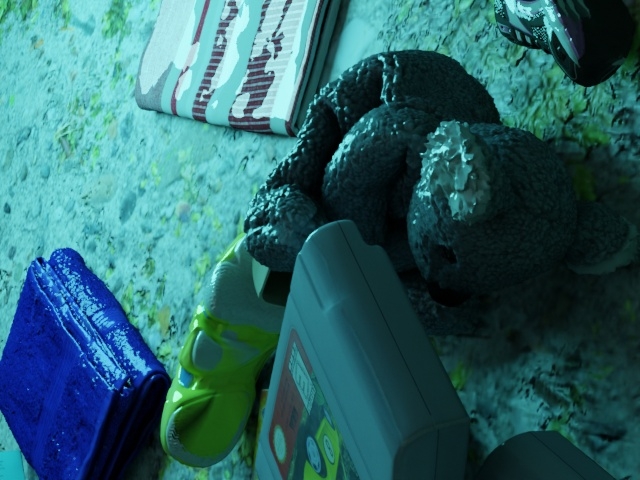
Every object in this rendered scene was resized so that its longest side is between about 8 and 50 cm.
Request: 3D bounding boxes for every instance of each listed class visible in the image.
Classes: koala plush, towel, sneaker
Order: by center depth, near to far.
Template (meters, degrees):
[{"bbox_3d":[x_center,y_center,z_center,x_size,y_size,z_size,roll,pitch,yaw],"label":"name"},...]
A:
[{"bbox_3d":[0.094,-0.033,0.921,0.221,0.196,0.203,18,83,59],"label":"koala plush"},{"bbox_3d":[0.169,-0.166,0.976,0.178,0.072,0.077,-102,30,-44],"label":"sneaker"},{"bbox_3d":[-0.086,0.089,1.208,0.240,0.091,0.126,-63,11,-14],"label":"sneaker"},{"bbox_3d":[-0.087,-0.235,1.371,0.329,0.037,0.237,17,93,55],"label":"towel"},{"bbox_3d":[-0.282,0.163,1.467,0.308,0.076,0.227,44,113,51],"label":"towel"}]

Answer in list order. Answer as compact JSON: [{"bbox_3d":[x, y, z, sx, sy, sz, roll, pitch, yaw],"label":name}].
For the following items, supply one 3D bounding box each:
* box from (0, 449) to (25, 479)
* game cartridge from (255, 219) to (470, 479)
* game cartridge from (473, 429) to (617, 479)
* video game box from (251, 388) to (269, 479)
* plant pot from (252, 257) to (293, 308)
[{"bbox_3d":[-0.353,0.364,1.485,0.100,0.060,0.244,110,150,-44],"label":"box"},{"bbox_3d":[0.021,0.154,0.887,0.294,0.060,0.196,102,148,-45],"label":"game cartridge"},{"bbox_3d":[0.135,0.278,0.803,0.198,0.062,0.297,36,123,49],"label":"game cartridge"},{"bbox_3d":[0.015,0.212,1.062,0.205,0.048,0.187,-9,69,53],"label":"video game box"},{"bbox_3d":[0.000,0.000,1.114,0.109,0.109,0.096,-70,23,8],"label":"plant pot"}]
